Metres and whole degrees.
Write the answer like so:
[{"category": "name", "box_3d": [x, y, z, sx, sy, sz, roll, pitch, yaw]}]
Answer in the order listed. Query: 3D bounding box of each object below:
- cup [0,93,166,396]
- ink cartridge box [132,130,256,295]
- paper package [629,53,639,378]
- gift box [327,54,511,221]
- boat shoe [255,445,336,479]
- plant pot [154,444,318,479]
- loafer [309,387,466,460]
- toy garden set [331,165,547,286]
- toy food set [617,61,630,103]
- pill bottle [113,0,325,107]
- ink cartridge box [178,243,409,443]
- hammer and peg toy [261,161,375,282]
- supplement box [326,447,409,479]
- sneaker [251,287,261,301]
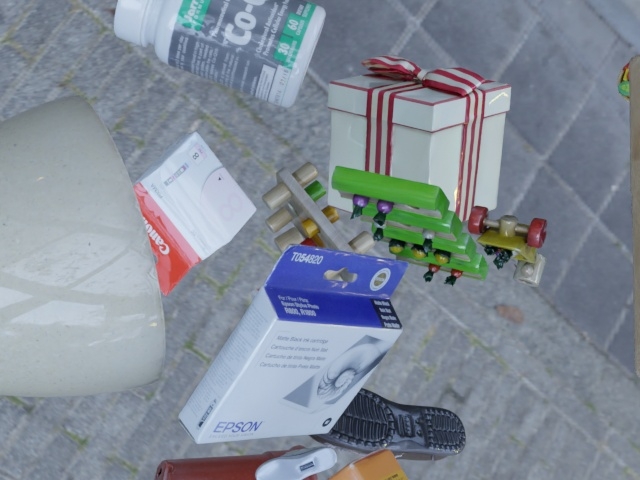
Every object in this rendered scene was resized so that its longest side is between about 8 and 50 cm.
[{"category": "cup", "box_3d": [-0.335, 0.031, 1.055, 0.237, 0.331, 0.331, -16, 104, -24]}, {"category": "ink cartridge box", "box_3d": [-0.242, -0.049, 1.748, 0.189, 0.066, 0.232, 53, 50, -22]}, {"category": "paper package", "box_3d": [0.414, -0.029, 0.765, 0.168, 0.325, 0.310, 4, 83, -27]}, {"category": "gift box", "box_3d": [0.170, -0.184, 1.721, 0.276, 0.255, 0.258, -25, 124, -48]}, {"category": "boat shoe", "box_3d": [-0.031, 0.268, 1.194, 0.100, 0.035, 0.035, -17, 94, -15]}, {"category": "plant pot", "box_3d": [-0.168, 0.508, 1.828, 0.265, 0.272, 0.272, 7, 92, -19]}, {"category": "loafer", "box_3d": [0.115, 0.398, 2.037, 0.366, 0.130, 0.134, 17, 52, -17]}, {"category": "toy garden set", "box_3d": [0.136, 0.010, 1.009, 0.244, 0.203, 0.049, 43, 64, -62]}, {"category": "toy food set", "box_3d": [0.452, -0.218, 1.373, 0.020, 0.083, 0.083, 65, 43, -65]}, {"category": "pill bottle", "box_3d": [-0.188, -0.401, 1.872, 0.361, 0.204, 0.204, 19, 84, -3]}, {"category": "ink cartridge box", "box_3d": [-0.010, 0.114, 1.044, 0.223, 0.045, 0.224, 9, 119, -51]}, {"category": "hammer and peg toy", "box_3d": [0.000, 0.000, 2.107, 0.127, 0.361, 0.266, -37, 79, -9]}, {"category": "supplement box", "box_3d": [0.081, 0.311, 0.901, 0.233, 0.078, 0.080, 56, 26, 16]}, {"category": "sneaker", "box_3d": [-0.059, 0.134, 1.750, 0.065, 0.158, 0.061, -24, 150, -25]}]
